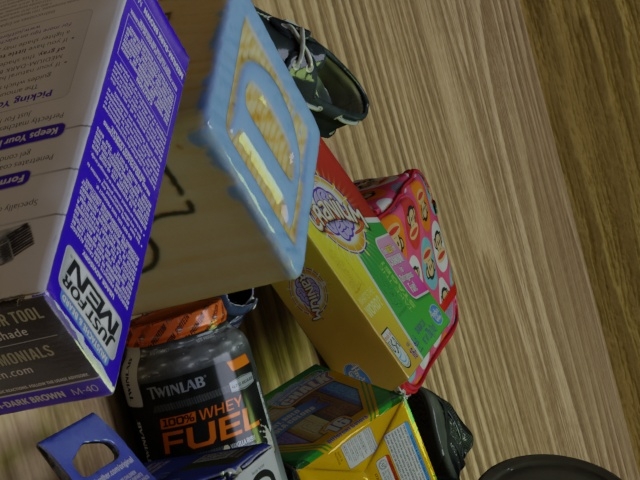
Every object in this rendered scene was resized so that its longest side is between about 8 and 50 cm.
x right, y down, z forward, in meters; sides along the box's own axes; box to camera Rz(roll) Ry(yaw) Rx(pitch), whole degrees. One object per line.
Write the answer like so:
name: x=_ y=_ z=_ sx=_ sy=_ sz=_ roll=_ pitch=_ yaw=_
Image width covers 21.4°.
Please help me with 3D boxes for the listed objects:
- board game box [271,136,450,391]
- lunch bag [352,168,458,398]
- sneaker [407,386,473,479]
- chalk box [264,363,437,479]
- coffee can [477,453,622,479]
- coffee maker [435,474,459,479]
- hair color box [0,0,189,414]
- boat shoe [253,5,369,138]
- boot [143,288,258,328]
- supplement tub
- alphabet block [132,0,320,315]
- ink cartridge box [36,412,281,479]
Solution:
board game box: x=0.000 y=0.000 z=1.753 sx=0.316 sy=0.064 sz=0.242 roll=55 pitch=18 yaw=-2
lunch bag: x=0.077 y=0.067 z=2.032 sx=0.293 sy=0.120 sz=0.258 roll=-46 pitch=125 yaw=-66
sneaker: x=0.152 y=0.295 z=2.116 sx=0.130 sy=0.087 sz=0.228 roll=19 pitch=54 yaw=-60
chalk box: x=-0.004 y=0.211 z=1.612 sx=0.132 sy=0.213 sz=0.132 roll=-31 pitch=112 yaw=-23
coffee can: x=0.271 y=0.428 z=2.054 sx=0.201 sy=0.201 sz=0.275 roll=-66 pitch=162 yaw=-60
coffee maker: x=0.075 y=0.283 z=1.792 sx=0.178 sy=0.120 sz=0.171 roll=19 pitch=55 yaw=-43
hair color box: x=-0.214 y=-0.037 z=1.178 sx=0.339 sy=0.185 sz=0.110 roll=-81 pitch=152 yaw=-45
boat shoe: x=-0.035 y=-0.202 z=1.915 sx=0.302 sy=0.091 sz=0.114 roll=31 pitch=49 yaw=-64
boot: x=-0.089 y=0.059 z=1.606 sx=0.190 sy=0.086 sz=0.069 roll=-6 pitch=83 yaw=-70
supplement tub: x=-0.103 y=0.152 z=1.465 sx=0.117 sy=0.117 sz=0.190 roll=-34 pitch=109 yaw=-69
alphabet block: x=-0.130 y=-0.072 z=1.417 sx=0.193 sy=0.197 sz=0.192 roll=-82 pitch=152 yaw=-46
ink cartridge box: x=-0.107 y=0.324 z=1.292 sx=0.270 sy=0.151 sz=0.396 roll=-27 pitch=105 yaw=-70
